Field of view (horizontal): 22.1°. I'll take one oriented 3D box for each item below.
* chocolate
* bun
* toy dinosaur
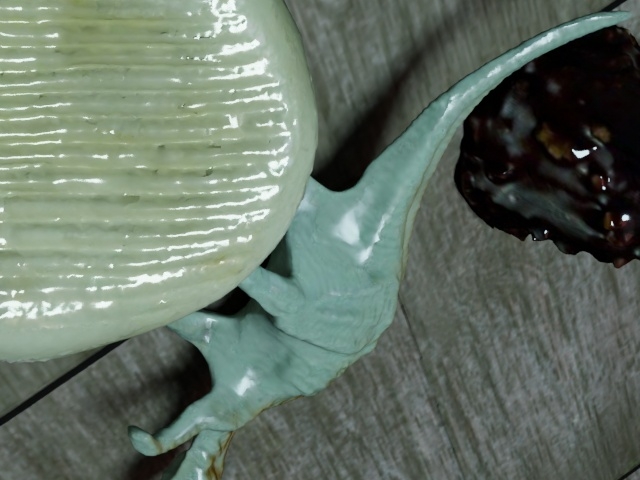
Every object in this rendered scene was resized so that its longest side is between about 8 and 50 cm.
[{"bbox_3d":[0.171,-0.035,0.962,0.156,0.133,0.156,-21,137,-21],"label":"chocolate"},{"bbox_3d":[-0.117,-0.063,0.688,0.231,0.133,0.231,-6,113,-14],"label":"bun"},{"bbox_3d":[0.000,0.000,0.881,0.393,0.092,0.205,-46,142,2],"label":"toy dinosaur"}]
